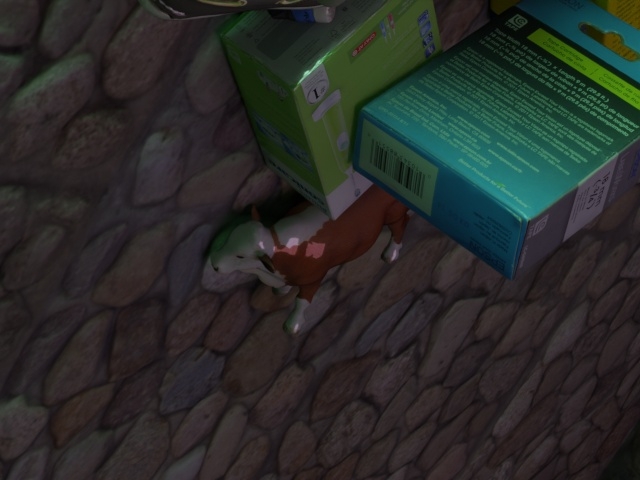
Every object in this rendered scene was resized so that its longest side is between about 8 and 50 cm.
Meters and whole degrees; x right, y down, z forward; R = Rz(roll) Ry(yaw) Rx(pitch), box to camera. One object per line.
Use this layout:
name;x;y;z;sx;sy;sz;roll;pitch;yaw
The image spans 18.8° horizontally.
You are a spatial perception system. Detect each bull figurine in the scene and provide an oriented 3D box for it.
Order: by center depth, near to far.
bull figurine;0.000;0.000;2.383;0.310;0.101;0.188;-31;151;-29

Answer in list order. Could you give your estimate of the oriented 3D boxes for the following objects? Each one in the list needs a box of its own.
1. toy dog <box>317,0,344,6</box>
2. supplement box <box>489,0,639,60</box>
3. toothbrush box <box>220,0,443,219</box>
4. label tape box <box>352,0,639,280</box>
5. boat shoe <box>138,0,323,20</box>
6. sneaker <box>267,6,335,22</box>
toy dog;-0.150;-0.325;1.472;0.408;0.395;0.284;7;107;-8
supplement box;0.337;-0.380;2.301;0.194;0.195;0.356;-38;151;-22
toothbrush box;0.025;-0.187;2.158;0.206;0.122;0.283;-44;152;-13
label tape box;0.237;-0.130;2.162;0.334;0.241;0.106;-35;149;-32
boat shoe;-0.032;-0.281;1.902;0.305;0.091;0.109;-16;95;-27
sneaker;-0.026;-0.302;2.011;0.058;0.085;0.152;11;82;-78
